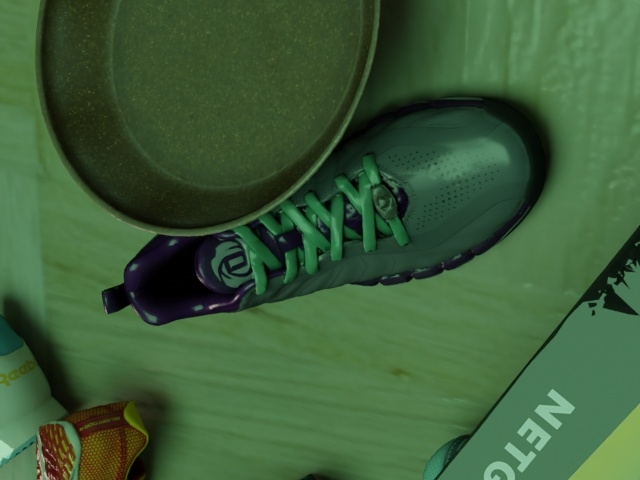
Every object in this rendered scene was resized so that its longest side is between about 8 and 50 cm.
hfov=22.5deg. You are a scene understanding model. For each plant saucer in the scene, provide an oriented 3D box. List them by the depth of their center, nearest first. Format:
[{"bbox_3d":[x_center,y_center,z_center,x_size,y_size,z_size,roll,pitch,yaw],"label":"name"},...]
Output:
[{"bbox_3d":[-0.050,-0.099,0.764,0.199,0.036,0.198,-3,84,31],"label":"plant saucer"}]

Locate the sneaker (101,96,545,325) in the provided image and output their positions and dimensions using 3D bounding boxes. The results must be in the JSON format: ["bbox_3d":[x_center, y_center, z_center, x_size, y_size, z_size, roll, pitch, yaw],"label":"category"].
[{"bbox_3d":[0.000,0.000,0.771,0.224,0.098,0.083,-20,99,35],"label":"sneaker"}]

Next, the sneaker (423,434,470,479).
[{"bbox_3d":[0.103,0.224,0.818,0.122,0.110,0.283,14,110,38],"label":"sneaker"}]

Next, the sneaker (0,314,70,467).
[{"bbox_3d":[-0.256,0.111,0.983,0.229,0.087,0.092,-25,94,27],"label":"sneaker"}]

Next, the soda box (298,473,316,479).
[{"bbox_3d":[-0.068,0.201,0.877,0.183,0.058,0.063,-31,92,9],"label":"soda box"}]

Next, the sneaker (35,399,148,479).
[{"bbox_3d":[-0.136,0.158,0.942,0.064,0.067,0.175,62,148,26],"label":"sneaker"}]

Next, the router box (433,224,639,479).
[{"bbox_3d":[0.210,0.083,0.635,0.243,0.081,0.309,39,105,10],"label":"router box"}]
